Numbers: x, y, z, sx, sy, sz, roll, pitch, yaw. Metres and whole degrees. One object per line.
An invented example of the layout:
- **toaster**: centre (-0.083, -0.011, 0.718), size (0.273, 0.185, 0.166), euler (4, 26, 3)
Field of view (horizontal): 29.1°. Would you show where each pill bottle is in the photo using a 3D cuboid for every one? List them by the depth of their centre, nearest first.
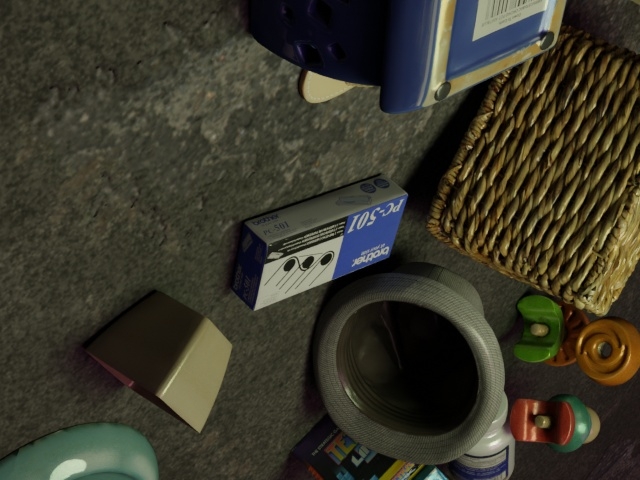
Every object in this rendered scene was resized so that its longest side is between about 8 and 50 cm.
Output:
- **pill bottle**: centre (0.248, 0.300, 1.919), size (0.112, 0.112, 0.186), euler (-35, 145, -21)

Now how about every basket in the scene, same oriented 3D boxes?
- **basket**: centre (0.301, -0.086, 1.489), size (0.299, 0.223, 0.213), euler (-65, 157, 2)

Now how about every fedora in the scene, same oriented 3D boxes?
- **fedora**: centre (0.121, 0.134, 1.546), size (0.124, 0.244, 0.275), euler (-55, 152, -51)

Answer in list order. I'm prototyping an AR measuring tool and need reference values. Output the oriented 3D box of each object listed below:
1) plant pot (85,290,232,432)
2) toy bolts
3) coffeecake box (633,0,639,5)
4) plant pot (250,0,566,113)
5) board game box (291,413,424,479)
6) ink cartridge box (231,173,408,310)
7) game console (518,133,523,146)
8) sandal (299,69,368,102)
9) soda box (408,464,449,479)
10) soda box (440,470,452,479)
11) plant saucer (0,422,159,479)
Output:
- **plant pot**: centre (-0.155, 0.118, 1.275), size (0.096, 0.109, 0.109), euler (-54, 149, -14)
- **toy bolts**: centre (0.401, 0.210, 1.864), size (0.158, 0.218, 0.228), euler (14, 84, -50)
- **coffeecake box**: centre (0.466, -0.383, 1.517), size (0.142, 0.068, 0.185), euler (-22, 138, -33)
- **plant pot**: centre (0.092, -0.257, 1.075), size (0.236, 0.212, 0.236), euler (-27, 140, -30)
- **board game box**: centre (0.067, 0.272, 1.650), size (0.170, 0.141, 0.048), euler (-46, 144, -5)
- **ink cartridge box**: centre (0.000, 0.000, 1.383), size (0.207, 0.046, 0.097), euler (-20, 139, -37)
- **game console**: centre (0.248, -0.060, 1.577), size (0.144, 0.124, 0.085), euler (-39, 172, -16)
- **sandal**: centre (0.093, -0.202, 1.254), size (0.240, 0.079, 0.088), euler (-36, 145, -19)
- **soda box**: centre (0.121, 0.327, 1.716), size (0.071, 0.210, 0.067), euler (-45, 106, -5)
- **soda box**: centre (0.165, 0.398, 1.970), size (0.061, 0.058, 0.181), euler (-51, 147, 4)
- **plant saucer**: centre (-0.305, 0.340, 1.378), size (0.317, 0.044, 0.317), euler (-30, 142, -27)
